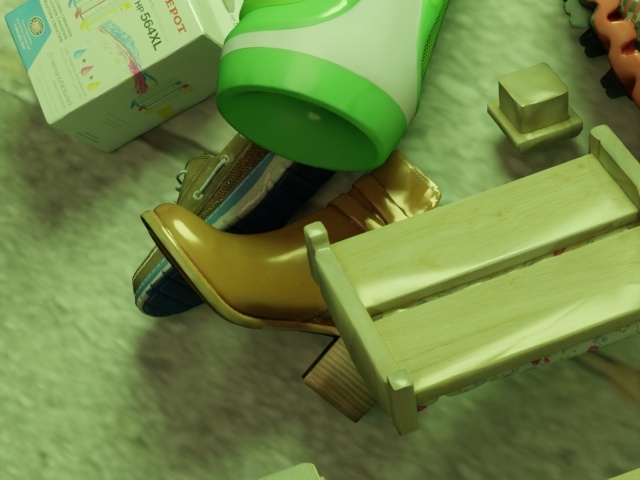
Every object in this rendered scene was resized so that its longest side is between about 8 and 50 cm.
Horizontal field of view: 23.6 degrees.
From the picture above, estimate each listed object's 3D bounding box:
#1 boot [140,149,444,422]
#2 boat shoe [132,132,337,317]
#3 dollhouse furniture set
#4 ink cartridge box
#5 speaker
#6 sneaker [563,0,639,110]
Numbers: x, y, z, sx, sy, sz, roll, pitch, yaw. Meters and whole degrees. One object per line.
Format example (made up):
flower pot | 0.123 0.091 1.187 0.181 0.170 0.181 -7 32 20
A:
boot | 0.000 0.000 0.965 0.197 0.073 0.152 39 87 -12
boat shoe | -0.061 -0.025 1.022 0.183 0.066 0.066 -42 58 6
dollhouse furniture set | 0.074 0.100 0.876 0.303 0.173 0.355 -18 44 -10
ink cartridge box | -0.121 -0.139 1.043 0.143 0.090 0.092 -29 72 13
speaker | 0.035 -0.197 0.952 0.131 0.131 0.296 12 71 21
sneaker | 0.232 -0.115 0.911 0.135 0.097 0.276 -30 74 12
